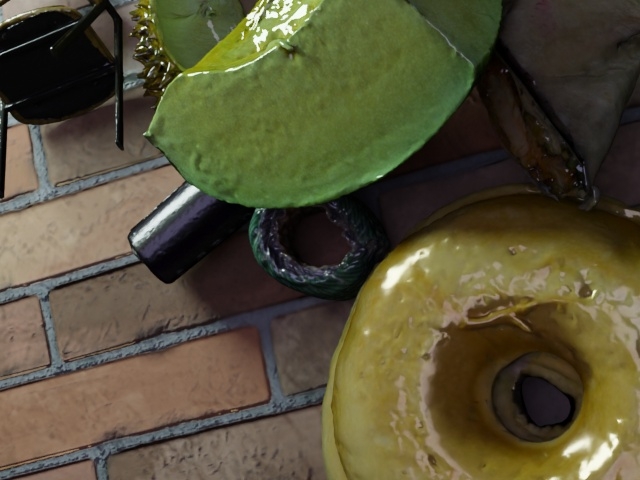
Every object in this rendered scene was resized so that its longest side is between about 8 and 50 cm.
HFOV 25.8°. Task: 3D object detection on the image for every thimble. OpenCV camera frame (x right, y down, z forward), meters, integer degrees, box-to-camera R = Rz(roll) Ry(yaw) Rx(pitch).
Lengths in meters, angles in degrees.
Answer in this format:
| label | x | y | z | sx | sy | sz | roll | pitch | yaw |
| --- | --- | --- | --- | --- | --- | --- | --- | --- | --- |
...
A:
| label | x | y | z | sx | sy | sz | roll | pitch | yaw |
| --- | --- | --- | --- | --- | --- | --- | --- | --- | --- |
| thimble | -0.003 | 0.000 | 1.458 | 0.135 | 0.090 | 0.118 | 36 | 97 | 17 |

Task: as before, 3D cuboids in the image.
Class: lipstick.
| label | x | y | z | sx | sy | sz | roll | pitch | yaw |
| --- | --- | --- | --- | --- | --- | --- | --- | --- | --- |
| lipstick | -0.079 | -0.072 | 1.498 | 0.300 | 0.081 | 0.081 | -41 | 73 | 5 |

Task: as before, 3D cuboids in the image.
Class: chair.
| label | x | y | z | sx | sy | sz | roll | pitch | yaw |
| --- | --- | --- | --- | --- | --- | --- | --- | --- | --- |
| chair | -0.312 | -0.203 | 1.557 | 0.159 | 0.172 | 0.247 | -20 | 34 | 15 |

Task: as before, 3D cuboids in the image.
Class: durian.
| label | x | y | z | sx | sy | sz | roll | pitch | yaw |
| --- | --- | --- | --- | --- | --- | --- | --- | --- | --- |
| durian | -0.142 | -0.223 | 1.530 | 0.139 | 0.144 | 0.252 | -15 | 72 | -6 |

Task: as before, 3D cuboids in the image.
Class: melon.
| label | x | y | z | sx | sy | sz | roll | pitch | yaw |
| --- | --- | --- | --- | --- | --- | --- | --- | --- | --- |
| melon | -0.007 | -0.187 | 1.353 | 0.343 | 0.226 | 0.331 | -44 | 51 | 41 |

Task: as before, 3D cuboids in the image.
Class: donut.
| label | x | y | z | sx | sy | sz | roll | pitch | yaw |
| --- | --- | --- | --- | --- | --- | --- | --- | --- | --- |
| donut | 0.210 | 0.159 | 1.301 | 0.449 | 0.198 | 0.449 | -5 | 77 | 21 |

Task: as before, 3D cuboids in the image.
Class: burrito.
| label | x | y | z | sx | sy | sz | roll | pitch | yaw |
| --- | --- | --- | --- | --- | --- | --- | --- | --- | --- |
| burrito | 0.238 | -0.187 | 1.335 | 0.175 | 0.107 | 0.348 | 19 | 59 | 18 |
